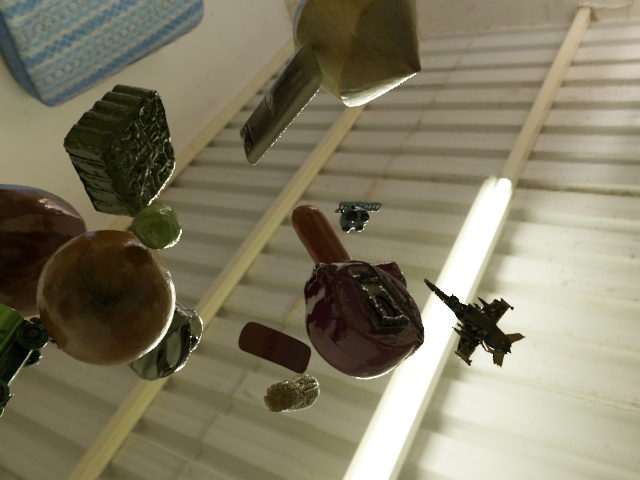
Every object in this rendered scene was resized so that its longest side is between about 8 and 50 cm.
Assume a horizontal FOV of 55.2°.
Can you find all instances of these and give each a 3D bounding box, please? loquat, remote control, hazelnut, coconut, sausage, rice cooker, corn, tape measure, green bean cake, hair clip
[{"bbox_3d":[-0.409,0.110,1.178,0.263,0.263,0.263,-13,-139,11],"label":"loquat"},{"bbox_3d":[-0.104,-0.308,1.399,0.313,0.055,0.109,-43,-124,39],"label":"remote control"},{"bbox_3d":[-0.788,0.020,1.595,0.366,0.365,0.365,-13,-139,11],"label":"hazelnut"},{"bbox_3d":[-0.299,-0.025,1.121,0.088,0.087,0.096,-11,-170,13],"label":"coconut"},{"bbox_3d":[0.000,0.000,1.898,0.114,0.113,0.259,-30,-103,-9],"label":"sausage"},{"bbox_3d":[-0.435,0.234,1.579,0.244,0.226,0.226,37,-116,18],"label":"rice cooker"},{"bbox_3d":[-0.064,0.371,1.485,0.087,0.211,0.087,-2,-99,15],"label":"corn"},{"bbox_3d":[0.085,0.138,1.195,0.149,0.232,0.245,-50,-127,35],"label":"tape measure"},{"bbox_3d":[0.098,-0.461,1.411,0.329,0.328,0.328,-13,-139,11],"label":"coconut"},{"bbox_3d":[-0.416,-0.185,1.319,0.125,0.248,0.222,14,-131,14],"label":"green bean cake"},{"bbox_3d":[-0.075,0.185,1.051,0.022,0.137,0.054,-19,-133,64],"label":"hair clip"}]

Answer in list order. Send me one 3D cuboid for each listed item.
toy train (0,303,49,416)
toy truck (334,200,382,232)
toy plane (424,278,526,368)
[{"bbox_3d":[-0.637,0.232,1.165,0.105,0.157,0.253,-48,-162,42],"label":"toy train"},{"bbox_3d":[0.110,-0.067,1.630,0.136,0.063,0.074,-1,-126,-26],"label":"toy truck"},{"bbox_3d":[0.250,0.126,1.027,0.188,0.062,0.135,45,-109,5],"label":"toy plane"}]
